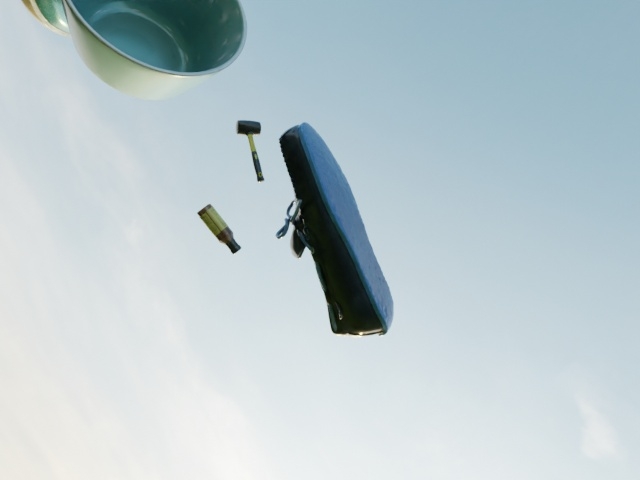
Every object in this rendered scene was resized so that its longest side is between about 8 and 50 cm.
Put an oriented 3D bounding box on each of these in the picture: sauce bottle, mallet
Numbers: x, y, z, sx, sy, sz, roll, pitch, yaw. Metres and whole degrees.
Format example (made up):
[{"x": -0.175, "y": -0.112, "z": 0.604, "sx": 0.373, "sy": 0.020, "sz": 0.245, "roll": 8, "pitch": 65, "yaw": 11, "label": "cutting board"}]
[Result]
[{"x": -0.232, "y": -0.024, "z": 1.230, "sx": 0.042, "sy": 0.042, "sz": 0.128, "roll": -24, "pitch": -75, "yaw": 45, "label": "sauce bottle"}, {"x": -0.156, "y": -0.222, "z": 1.312, "sx": 0.190, "sy": 0.062, "sz": 0.039, "roll": 67, "pitch": -31, "yaw": 25, "label": "mallet"}]

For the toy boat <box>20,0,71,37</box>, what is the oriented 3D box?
[{"x": -0.424, "y": -0.529, "z": 0.969, "sx": 0.148, "sy": 0.267, "sz": 0.319, "roll": 22, "pitch": -79, "yaw": 5, "label": "toy boat"}]

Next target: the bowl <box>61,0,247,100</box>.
[{"x": -0.302, "y": -0.369, "z": 0.922, "sx": 0.312, "sy": 0.311, "sz": 0.163, "roll": 53, "pitch": -41, "yaw": -1, "label": "bowl"}]

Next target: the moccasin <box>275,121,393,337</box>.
[{"x": 0.000, "y": 0.000, "z": 0.798, "sx": 0.116, "sy": 0.137, "sz": 0.342, "roll": -18, "pitch": -85, "yaw": 23, "label": "moccasin"}]
